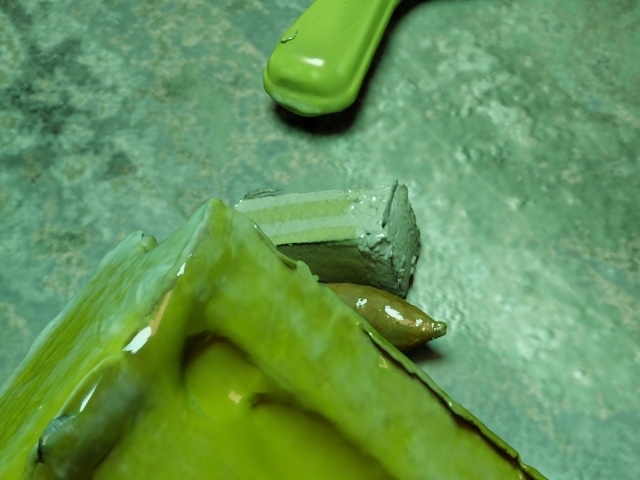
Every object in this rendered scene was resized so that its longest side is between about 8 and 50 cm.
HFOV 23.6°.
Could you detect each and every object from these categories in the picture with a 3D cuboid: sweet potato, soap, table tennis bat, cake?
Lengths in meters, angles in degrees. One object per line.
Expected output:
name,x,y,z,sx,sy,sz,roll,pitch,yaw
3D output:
sweet potato,0.030,0.044,0.896,0.095,0.034,0.034,19,59,28
soap,-0.022,0.196,0.631,0.335,0.156,0.293,41,71,-16
table tennis bat,0.063,-0.223,1.059,0.224,0.054,0.369,21,57,18
cake,0.000,0.000,0.930,0.121,0.065,0.052,-1,53,31
